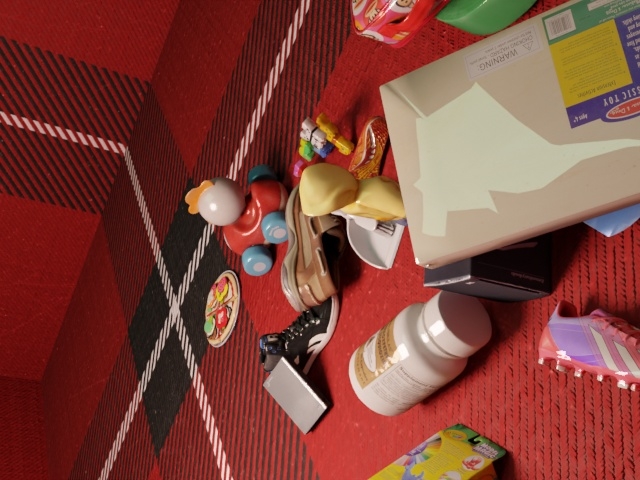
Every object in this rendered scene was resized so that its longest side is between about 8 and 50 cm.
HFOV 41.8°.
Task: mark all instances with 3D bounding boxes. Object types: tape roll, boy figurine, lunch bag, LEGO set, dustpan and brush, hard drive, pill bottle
[{"bbox_3d":[0.293,-0.507,1.391,0.321,0.077,0.321,-41,42,50],"label":"tape roll"},{"bbox_3d":[0.098,-0.055,1.352,0.177,0.285,0.092,11,88,58],"label":"boy figurine"},{"bbox_3d":[0.161,-0.470,1.411,0.293,0.120,0.258,-36,45,52],"label":"lunch bag"},{"bbox_3d":[0.013,-0.191,1.768,0.087,0.093,0.227,-49,-10,-20],"label":"LEGO set"},{"bbox_3d":[0.079,-0.042,1.611,0.211,0.060,0.147,28,103,61],"label":"dustpan and brush"},{"bbox_3d":[-0.047,0.305,1.660,0.135,0.022,0.094,47,125,19],"label":"hard drive"},{"bbox_3d":[0.156,0.172,1.309,0.229,0.131,0.131,-47,40,42],"label":"pill bottle"}]

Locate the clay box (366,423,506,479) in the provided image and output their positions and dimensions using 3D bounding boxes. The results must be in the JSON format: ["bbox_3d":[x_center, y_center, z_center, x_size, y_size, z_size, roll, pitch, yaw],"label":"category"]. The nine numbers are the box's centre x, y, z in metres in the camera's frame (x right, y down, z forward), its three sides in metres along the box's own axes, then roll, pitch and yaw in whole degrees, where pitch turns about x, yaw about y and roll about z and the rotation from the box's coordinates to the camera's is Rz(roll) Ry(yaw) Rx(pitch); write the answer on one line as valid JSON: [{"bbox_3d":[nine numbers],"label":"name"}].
[{"bbox_3d":[0.155,0.356,1.208,0.127,0.222,0.053,21,134,62],"label":"clay box"}]

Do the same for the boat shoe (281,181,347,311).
[{"bbox_3d":[0.000,0.000,1.706,0.116,0.123,0.324,-15,49,21],"label":"boat shoe"}]

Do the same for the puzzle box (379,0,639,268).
[{"bbox_3d":[0.284,-0.148,1.067,0.408,0.052,0.272,-19,70,29],"label":"puzzle box"}]

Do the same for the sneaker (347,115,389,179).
[{"bbox_3d":[0.092,-0.160,1.658,0.067,0.064,0.175,-118,51,-78],"label":"sneaker"}]

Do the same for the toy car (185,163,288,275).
[{"bbox_3d":[-0.215,-0.068,1.966,0.210,0.238,0.219,-57,34,32],"label":"toy car"}]

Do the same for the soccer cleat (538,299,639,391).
[{"bbox_3d":[0.362,0.130,1.015,0.248,0.083,0.095,5,78,64],"label":"soccer cleat"}]

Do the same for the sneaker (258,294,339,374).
[{"bbox_3d":[-0.053,0.189,1.688,0.217,0.121,0.079,-65,31,21],"label":"sneaker"}]

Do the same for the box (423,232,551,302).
[{"bbox_3d":[0.244,-0.024,1.212,0.108,0.153,0.207,-17,63,58],"label":"box"}]

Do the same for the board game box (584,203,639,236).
[{"bbox_3d":[0.386,-0.082,1.110,0.168,0.033,0.133,44,112,52],"label":"board game box"}]

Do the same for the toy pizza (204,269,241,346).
[{"bbox_3d":[-0.261,0.174,2.162,0.201,0.032,0.201,-33,51,52],"label":"toy pizza"}]
